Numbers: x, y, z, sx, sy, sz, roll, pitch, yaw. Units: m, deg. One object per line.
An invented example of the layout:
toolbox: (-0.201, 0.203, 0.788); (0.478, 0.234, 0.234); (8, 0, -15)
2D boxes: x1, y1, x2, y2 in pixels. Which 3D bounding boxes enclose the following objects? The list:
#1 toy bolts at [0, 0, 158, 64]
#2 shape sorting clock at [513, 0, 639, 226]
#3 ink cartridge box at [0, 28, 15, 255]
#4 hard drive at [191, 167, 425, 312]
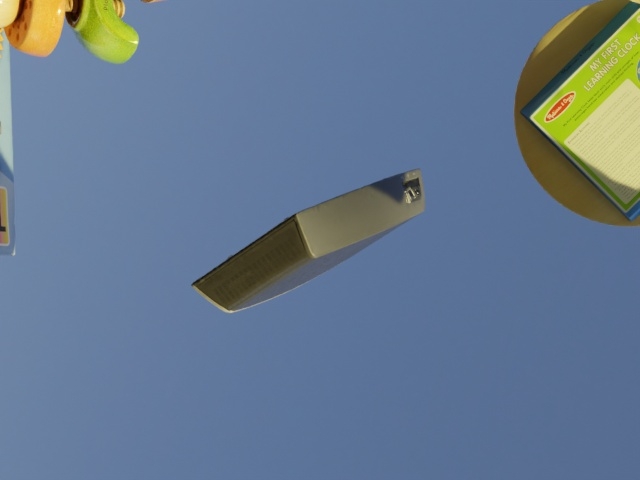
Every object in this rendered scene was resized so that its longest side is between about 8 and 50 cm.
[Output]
toy bolts: (-0.226, -0.293, 1.075); (0.218, 0.158, 0.228); (-19, -107, 53)
shape sorting clock: (0.277, -0.115, 1.087); (0.206, 0.040, 0.206); (0, -88, 2)
ink cartridge box: (-0.414, -0.179, 1.087); (0.151, 0.270, 0.395); (-6, -94, 23)
hard drive: (0.000, 0.000, 1.258); (0.172, 0.254, 0.054); (-33, -96, 33)
